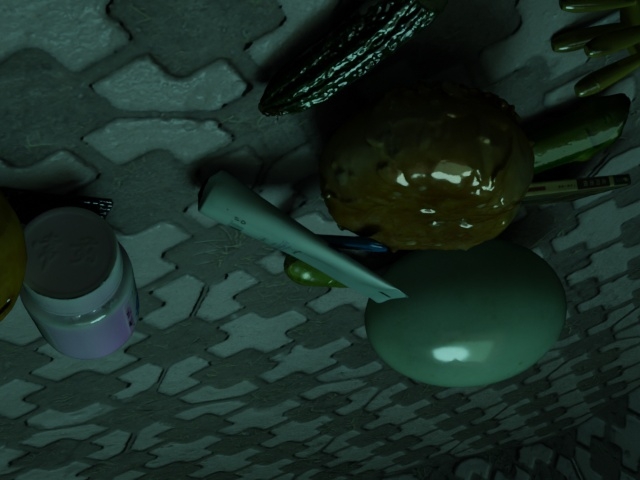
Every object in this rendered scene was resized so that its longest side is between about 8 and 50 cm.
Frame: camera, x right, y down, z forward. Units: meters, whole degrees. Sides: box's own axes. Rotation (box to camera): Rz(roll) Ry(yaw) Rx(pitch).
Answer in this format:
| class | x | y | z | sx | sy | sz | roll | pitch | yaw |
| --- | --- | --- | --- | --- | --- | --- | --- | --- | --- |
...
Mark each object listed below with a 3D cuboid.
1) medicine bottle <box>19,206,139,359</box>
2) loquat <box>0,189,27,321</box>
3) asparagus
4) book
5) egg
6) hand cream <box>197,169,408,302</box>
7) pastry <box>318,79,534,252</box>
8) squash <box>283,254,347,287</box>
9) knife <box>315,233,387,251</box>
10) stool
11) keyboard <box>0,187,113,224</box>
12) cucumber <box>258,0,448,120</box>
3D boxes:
| class | x | y | z | sx | sy | sz | roll | pitch | yaw |
| --- | --- | --- | --- | --- | --- | --- | --- | --- | --- |
| medicine bottle | -0.329 | 0.063 | 1.145 | 0.152 | 0.152 | 0.254 | -12 | 158 | -14 |
| loquat | -0.446 | 0.010 | 0.927 | 0.235 | 0.235 | 0.235 | -15 | 152 | -8 |
| asparagus | 0.319 | -0.134 | 1.311 | 0.343 | 0.082 | 0.085 | -24 | 156 | 11 |
| book | 0.388 | -0.081 | 1.436 | 0.231 | 0.026 | 0.161 | -7 | 175 | -23 |
| egg | 0.267 | 0.129 | 1.533 | 0.389 | 0.276 | 0.276 | -8 | 150 | -21 |
| hand cream | -0.030 | 0.008 | 1.183 | 0.321 | 0.067 | 0.109 | 32 | 162 | -11 |
| pastry | 0.140 | -0.109 | 1.124 | 0.285 | 0.184 | 0.315 | -3 | 158 | 12 |
| squash | 0.015 | 0.053 | 1.462 | 0.066 | 0.066 | 0.201 | -38 | 147 | 31 |
| knife | -0.001 | 0.002 | 1.231 | 0.044 | 0.026 | 0.296 | 25 | 169 | -30 |
| stool | 0.373 | -0.263 | 1.083 | 0.111 | 0.134 | 0.135 | -15 | 107 | 0 |
| keyboard | -0.373 | -0.041 | 1.104 | 0.195 | 0.018 | 0.060 | 5 | 140 | -39 |
| cucumber | 0.035 | -0.225 | 0.983 | 0.265 | 0.077 | 0.077 | -34 | 149 | 29 |
